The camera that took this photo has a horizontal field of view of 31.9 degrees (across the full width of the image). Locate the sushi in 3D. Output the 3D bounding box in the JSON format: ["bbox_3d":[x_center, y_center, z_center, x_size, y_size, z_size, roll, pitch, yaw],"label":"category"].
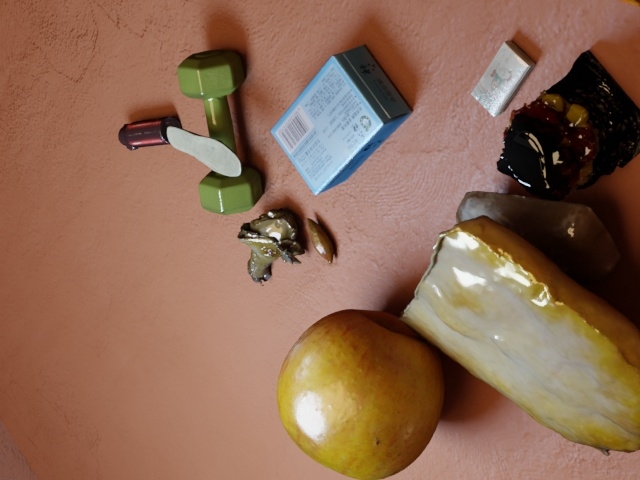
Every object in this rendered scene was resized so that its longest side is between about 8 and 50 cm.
[{"bbox_3d":[0.327,-0.133,1.543,0.153,0.150,0.172,53,139,11],"label":"sushi"}]

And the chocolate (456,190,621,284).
[{"bbox_3d":[0.304,0.010,1.645,0.254,0.080,0.157,11,151,45],"label":"chocolate"}]

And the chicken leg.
[{"bbox_3d":[-0.104,0.012,2.131,0.125,0.080,0.196,51,140,-6],"label":"chicken leg"}]

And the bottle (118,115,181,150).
[{"bbox_3d":[-0.351,-0.217,2.279,0.164,0.060,0.060,0,110,47],"label":"bottle"}]

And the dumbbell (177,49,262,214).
[{"bbox_3d":[-0.184,-0.200,2.074,0.108,0.121,0.302,-2,111,16],"label":"dumbbell"}]

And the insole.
[{"bbox_3d":[-0.212,-0.165,2.030,0.192,0.010,0.063,25,127,33],"label":"insole"}]

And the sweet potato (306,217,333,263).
[{"bbox_3d":[0.000,0.000,2.045,0.034,0.034,0.095,-28,93,49],"label":"sweet potato"}]

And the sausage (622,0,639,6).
[{"bbox_3d":[0.303,-0.436,1.351,0.287,0.233,0.233,30,130,32],"label":"sausage"}]

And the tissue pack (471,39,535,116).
[{"bbox_3d":[0.267,-0.237,1.647,0.056,0.023,0.108,47,136,18],"label":"tissue pack"}]

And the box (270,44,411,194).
[{"bbox_3d":[0.031,-0.198,1.872,0.143,0.083,0.232,56,138,9],"label":"box"}]

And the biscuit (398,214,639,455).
[{"bbox_3d":[0.318,0.142,1.635,0.446,0.104,0.429,35,157,16],"label":"biscuit"}]

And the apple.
[{"bbox_3d":[0.075,0.249,1.909,0.299,0.299,0.275,34,116,29],"label":"apple"}]
